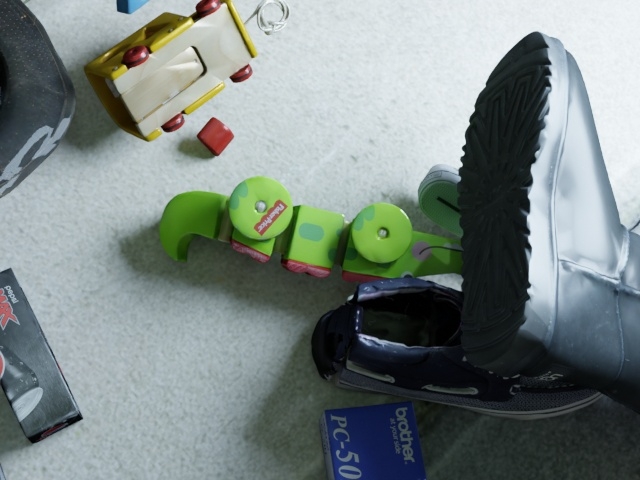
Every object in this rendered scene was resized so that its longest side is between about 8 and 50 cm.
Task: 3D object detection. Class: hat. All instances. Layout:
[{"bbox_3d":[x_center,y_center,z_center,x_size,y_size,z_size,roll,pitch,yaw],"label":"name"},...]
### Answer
[{"bbox_3d":[-0.430,-0.134,1.081,0.331,0.134,0.331,13,59,-22],"label":"hat"}]

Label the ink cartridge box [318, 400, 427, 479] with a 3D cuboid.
[{"bbox_3d":[0.062,0.272,1.066,0.097,0.046,0.207,-5,66,-12],"label":"ink cartridge box"}]

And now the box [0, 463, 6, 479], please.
[{"bbox_3d":[-0.365,0.364,0.969,0.216,0.060,0.270,-18,76,-15],"label":"box"}]

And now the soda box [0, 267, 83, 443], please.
[{"bbox_3d":[-0.303,0.117,1.063,0.060,0.053,0.169,-25,78,-16],"label":"soda box"}]

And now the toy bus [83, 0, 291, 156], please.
[{"bbox_3d":[-0.161,-0.204,1.165,0.202,0.104,0.191,9,101,-39],"label":"toy bus"}]

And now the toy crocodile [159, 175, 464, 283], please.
[{"bbox_3d":[0.000,0.000,1.123,0.341,0.115,0.105,12,90,-4],"label":"toy crocodile"}]

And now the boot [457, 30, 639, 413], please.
[{"bbox_3d":[0.361,0.021,1.098,0.445,0.146,0.367,19,66,-22],"label":"boot"}]

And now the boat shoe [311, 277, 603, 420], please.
[{"bbox_3d":[0.169,0.112,1.089,0.341,0.158,0.127,2,72,-9],"label":"boat shoe"}]

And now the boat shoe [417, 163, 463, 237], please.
[{"bbox_3d":[0.212,-0.015,1.179,0.226,0.083,0.076,39,31,-10],"label":"boat shoe"}]
